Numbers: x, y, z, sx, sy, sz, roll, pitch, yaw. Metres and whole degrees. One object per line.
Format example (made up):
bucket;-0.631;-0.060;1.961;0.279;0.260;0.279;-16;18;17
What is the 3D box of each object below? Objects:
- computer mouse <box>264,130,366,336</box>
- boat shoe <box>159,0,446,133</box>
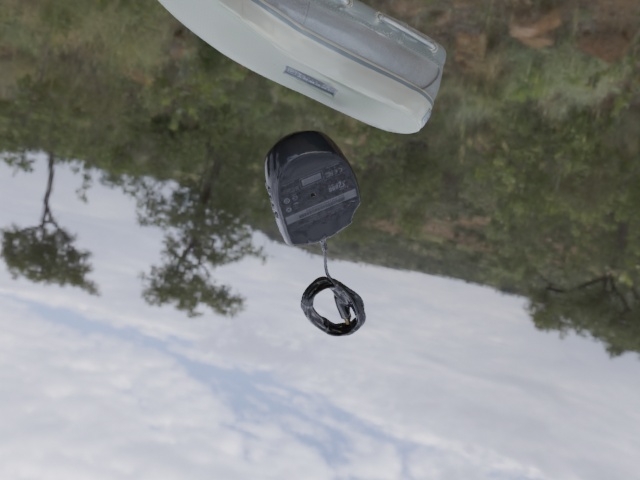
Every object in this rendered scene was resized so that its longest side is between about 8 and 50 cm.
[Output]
computer mouse;0.000;0.000;0.665;0.071;0.242;0.041;-21;-134;-10
boat shoe;-0.013;-0.159;0.563;0.228;0.081;0.079;26;168;-11
